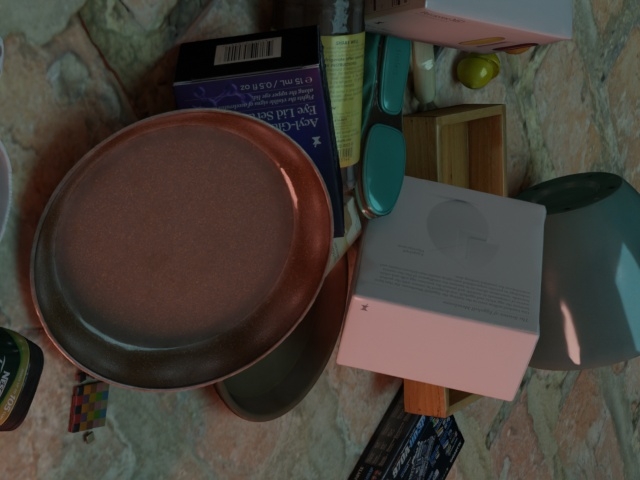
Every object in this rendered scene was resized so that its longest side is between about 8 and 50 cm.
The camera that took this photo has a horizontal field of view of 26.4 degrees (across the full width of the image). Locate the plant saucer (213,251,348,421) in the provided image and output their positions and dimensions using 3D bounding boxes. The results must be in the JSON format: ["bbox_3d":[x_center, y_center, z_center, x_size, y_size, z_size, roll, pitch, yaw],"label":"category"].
[{"bbox_3d":[-0.056,0.079,1.636,0.278,0.041,0.278,-26,122,-50],"label":"plant saucer"}]

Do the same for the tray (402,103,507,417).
[{"bbox_3d":[0.188,0.021,1.918,0.203,0.076,0.411,-17,108,-55],"label":"tray"}]

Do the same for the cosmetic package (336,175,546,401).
[{"bbox_3d":[0.152,0.055,1.690,0.225,0.224,0.138,-77,179,-46],"label":"cosmetic package"}]

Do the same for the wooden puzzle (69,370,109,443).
[{"bbox_3d":[-0.239,0.171,1.415,0.049,0.006,0.083,-4,104,-57],"label":"wooden puzzle"}]

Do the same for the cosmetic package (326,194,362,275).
[{"bbox_3d":[0.000,0.000,1.618,0.115,0.041,0.060,-52,141,-35],"label":"cosmetic package"}]

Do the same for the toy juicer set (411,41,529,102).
[{"bbox_3d":[0.197,-0.296,1.871,0.329,0.089,0.209,-28,146,-36],"label":"toy juicer set"}]

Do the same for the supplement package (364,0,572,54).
[{"bbox_3d":[0.165,-0.345,1.630,0.262,0.145,0.204,3,86,-41],"label":"supplement package"}]

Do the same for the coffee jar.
[{"bbox_3d":[-0.325,0.109,1.191,0.184,0.079,0.096,30,76,-57],"label":"coffee jar"}]

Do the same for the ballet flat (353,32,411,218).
[{"bbox_3d":[0.060,-0.143,1.680,0.083,0.087,0.247,15,77,-42],"label":"ballet flat"}]

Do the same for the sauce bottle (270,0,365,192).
[{"bbox_3d":[-0.001,-0.226,1.541,0.111,0.111,0.344,-20,119,-53],"label":"sauce bottle"}]

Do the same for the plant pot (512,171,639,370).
[{"bbox_3d":[0.406,0.032,2.125,0.293,0.293,0.235,-36,116,-46],"label":"plant pot"}]

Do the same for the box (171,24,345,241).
[{"bbox_3d":[-0.060,-0.105,1.430,0.108,0.153,0.207,-91,172,-59],"label":"box"}]

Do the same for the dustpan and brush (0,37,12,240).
[{"bbox_3d":[-0.309,-0.073,1.166,0.147,0.060,0.211,1,100,-57],"label":"dustpan and brush"}]

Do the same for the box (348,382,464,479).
[{"bbox_3d":[0.127,0.329,1.999,0.220,0.051,0.175,-58,143,-28],"label":"box"}]

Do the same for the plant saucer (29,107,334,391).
[{"bbox_3d":[-0.138,0.007,1.357,0.310,0.050,0.311,-11,119,-20],"label":"plant saucer"}]
